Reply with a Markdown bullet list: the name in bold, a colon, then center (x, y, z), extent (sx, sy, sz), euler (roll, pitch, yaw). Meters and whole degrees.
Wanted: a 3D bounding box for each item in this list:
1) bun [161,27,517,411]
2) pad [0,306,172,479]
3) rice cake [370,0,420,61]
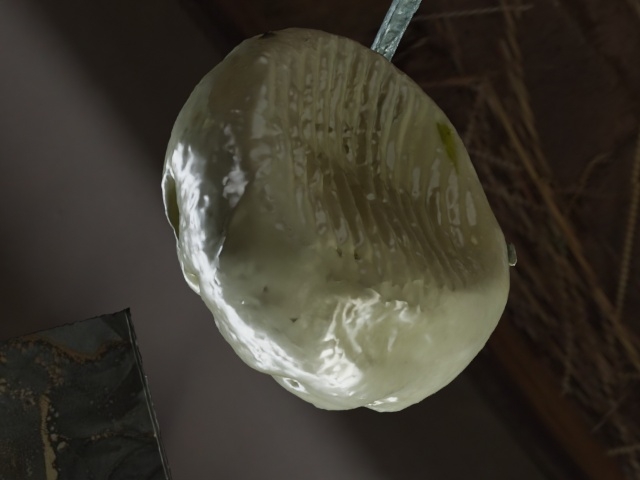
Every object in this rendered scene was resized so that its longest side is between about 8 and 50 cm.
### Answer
- **bun**: center (0.000, 0.000, 1.019), extent (0.160, 0.259, 0.259), euler (-39, 82, 36)
- **pad**: center (-0.189, 0.245, 0.939), extent (0.007, 0.247, 0.368), euler (-170, 66, -70)
- **rice cake**: center (0.052, -0.154, 1.221), extent (0.021, 0.022, 0.121), euler (23, 97, -14)
